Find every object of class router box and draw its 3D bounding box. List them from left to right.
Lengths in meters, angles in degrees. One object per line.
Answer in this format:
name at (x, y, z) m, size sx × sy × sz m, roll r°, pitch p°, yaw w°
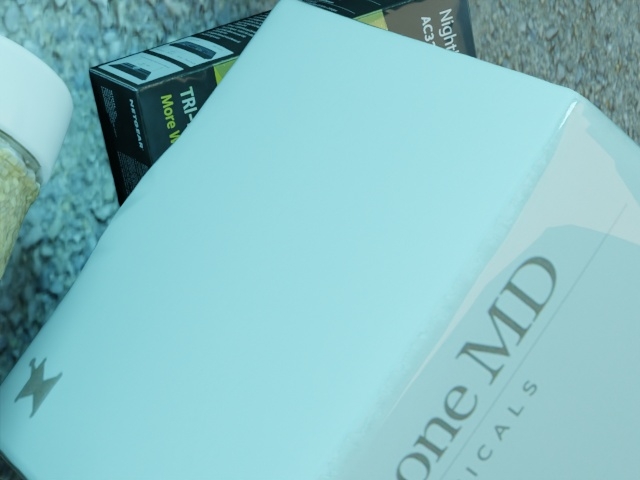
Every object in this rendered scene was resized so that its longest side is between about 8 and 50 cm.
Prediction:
router box at (0.000, 0.000, 1.238) m, size 0.243 × 0.081 × 0.309 m, roll -22°, pitch 114°, yaw -24°

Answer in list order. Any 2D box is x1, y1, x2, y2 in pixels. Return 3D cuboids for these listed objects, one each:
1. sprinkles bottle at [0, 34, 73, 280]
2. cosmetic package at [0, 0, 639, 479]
sprinkles bottle at (-0.236, 0.062, 0.929) m, size 0.121 × 0.121 × 0.355 m, roll 45°, pitch 56°, yaw -50°
cosmetic package at (0.084, 0.119, 1.079) m, size 0.393 × 0.327 × 0.329 m, roll 37°, pitch 86°, yaw -32°
